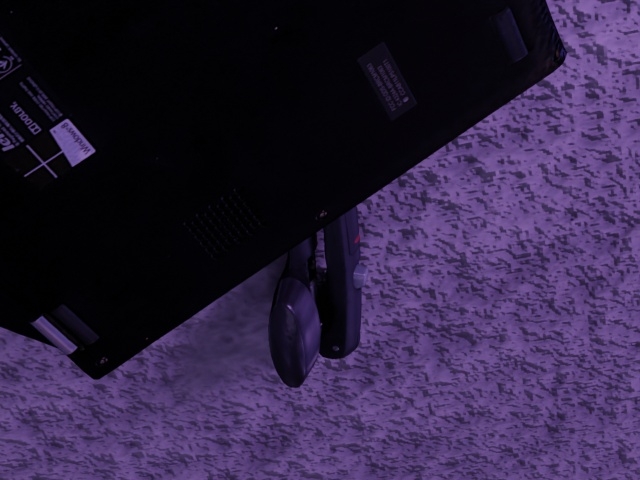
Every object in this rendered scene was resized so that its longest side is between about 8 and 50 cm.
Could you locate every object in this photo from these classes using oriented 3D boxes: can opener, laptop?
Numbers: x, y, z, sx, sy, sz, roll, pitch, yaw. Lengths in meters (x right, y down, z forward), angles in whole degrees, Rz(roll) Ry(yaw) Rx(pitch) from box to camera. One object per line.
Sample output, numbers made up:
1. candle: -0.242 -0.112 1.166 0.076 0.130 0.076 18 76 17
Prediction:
1. can opener: 0.000 0.000 0.750 0.059 0.073 0.186 3 122 2
2. laptop: -0.173 -0.140 0.507 0.408 0.236 0.382 -34 139 2
